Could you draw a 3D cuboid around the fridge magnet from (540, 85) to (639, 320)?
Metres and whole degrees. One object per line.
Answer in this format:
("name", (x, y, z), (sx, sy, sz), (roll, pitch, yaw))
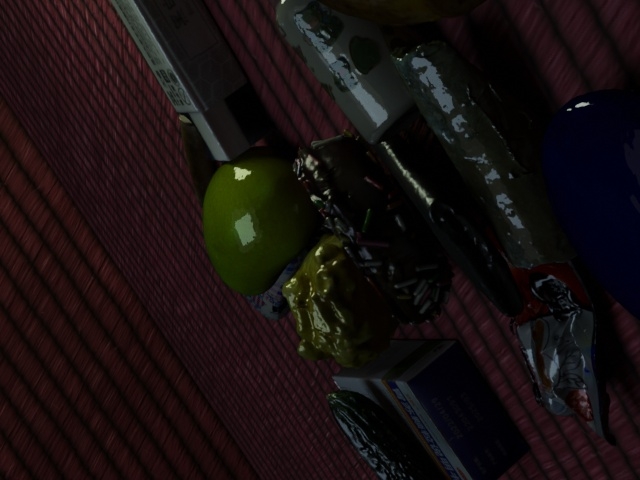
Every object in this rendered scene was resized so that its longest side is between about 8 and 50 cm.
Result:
("fridge magnet", (0.296, -0.017, 1.055), (0.265, 0.113, 0.265), (45, 159, 23))

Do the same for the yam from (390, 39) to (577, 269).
("yam", (0.171, -0.096, 1.227), (0.259, 0.106, 0.106), (59, 160, -15))

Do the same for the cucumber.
("cucumber", (0.108, 0.319, 1.824), (0.265, 0.077, 0.077), (54, 161, 0))

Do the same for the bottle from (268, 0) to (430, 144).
("bottle", (0.023, -0.232, 1.317), (0.253, 0.120, 0.120), (53, 161, 5))

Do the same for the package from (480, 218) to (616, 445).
("package", (0.269, 0.105, 1.421), (0.194, 0.071, 0.269), (11, 121, 60))

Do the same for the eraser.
("eraser", (-0.213, -0.306, 1.776), (0.404, 0.096, 0.098), (59, 159, -19))

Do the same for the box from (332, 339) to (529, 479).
("box", (0.157, 0.258, 1.875), (0.200, 0.106, 0.299), (56, 160, -8))

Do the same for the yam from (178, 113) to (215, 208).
("yam", (-0.207, -0.135, 2.135), (0.046, 0.046, 0.264), (43, 157, 27))

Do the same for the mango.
("mango", (-0.102, -0.032, 1.869), (0.185, 0.149, 0.273), (65, 151, 14))

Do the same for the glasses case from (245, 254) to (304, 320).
("glasses case", (-0.089, 0.043, 2.121), (0.125, 0.076, 0.327), (51, 160, 13))

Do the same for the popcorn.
("popcorn", (0.028, 0.080, 1.750), (0.155, 0.197, 0.197), (0, 130, 31))

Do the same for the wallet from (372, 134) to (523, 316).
("wallet", (0.125, -0.045, 1.376), (0.170, 0.044, 0.321), (51, -175, -28))

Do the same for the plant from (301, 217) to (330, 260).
("plant", (0.000, 0.000, 1.883), (0.051, 0.051, 0.102), (49, 153, 11))

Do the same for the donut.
("donut", (0.067, -0.018, 1.514), (0.269, 0.103, 0.270), (55, -178, -2))

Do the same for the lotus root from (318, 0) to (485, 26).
("lotus root", (0.039, -0.292, 1.084), (0.291, 0.193, 0.193), (43, 159, 28))
